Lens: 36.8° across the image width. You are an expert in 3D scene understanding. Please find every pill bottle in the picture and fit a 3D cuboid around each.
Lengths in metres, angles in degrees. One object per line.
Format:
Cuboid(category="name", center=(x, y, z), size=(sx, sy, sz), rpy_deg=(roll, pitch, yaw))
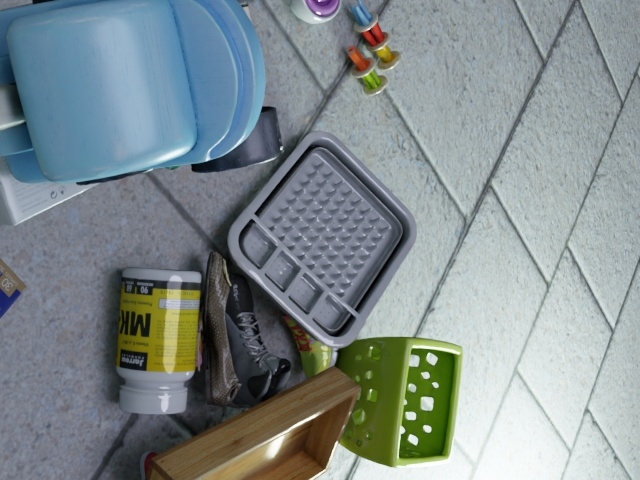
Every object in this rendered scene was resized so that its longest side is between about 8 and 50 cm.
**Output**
Cuboid(category="pill bottle", center=(-0.242, 0.146, 1.427), size=(0.119, 0.119, 0.209), rpy_deg=(6, 87, -49))

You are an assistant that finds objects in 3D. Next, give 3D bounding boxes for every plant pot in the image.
Cuboid(category="plant pot", center=(0.115, 0.286, 1.770), size=(0.228, 0.207, 0.227), rpy_deg=(16, 79, -54))

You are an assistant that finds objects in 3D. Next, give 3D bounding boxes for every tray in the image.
Cuboid(category="tray", center=(-0.114, 0.357, 1.532), size=(0.410, 0.076, 0.203), rpy_deg=(-20, 137, -48))

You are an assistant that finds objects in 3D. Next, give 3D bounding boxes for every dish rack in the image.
Cuboid(category="dish rack", center=(0.000, 0.000, 1.680), size=(0.285, 0.072, 0.333), rpy_deg=(44, 56, -11))

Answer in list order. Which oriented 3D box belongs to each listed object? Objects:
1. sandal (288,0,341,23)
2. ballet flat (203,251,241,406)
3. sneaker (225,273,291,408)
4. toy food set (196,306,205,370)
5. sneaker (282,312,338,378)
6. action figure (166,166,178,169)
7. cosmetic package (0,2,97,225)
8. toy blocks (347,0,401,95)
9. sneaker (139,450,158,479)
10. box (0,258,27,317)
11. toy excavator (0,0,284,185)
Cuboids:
Cuboid(category="sandal", center=(-0.020, -0.590, 1.664), size=(0.169, 0.102, 0.417), rpy_deg=(-35, 117, -43))
Cuboid(category="ballet flat", center=(-0.156, 0.142, 1.533), size=(0.084, 0.058, 0.250), rpy_deg=(-131, -139, -85))
Cuboid(category="sneaker", center=(-0.101, 0.169, 1.581), size=(0.086, 0.132, 0.229), rpy_deg=(-11, 100, -48))
Cuboid(category="toy food set", center=(-0.196, 0.158, 1.516), size=(0.122, 0.019, 0.078), rpy_deg=(-99, -171, -77))
Cuboid(category="sneaker", center=(-0.029, 0.150, 1.714), size=(0.094, 0.081, 0.209), rpy_deg=(-4, 87, -43))
Cuboid(category="action figure", center=(-0.215, -0.222, 1.485), size=(0.137, 0.063, 0.232), rpy_deg=(20, 72, -50))
Cuboid(category="cosmetic package", center=(-0.407, -0.148, 1.143), size=(0.138, 0.224, 0.225), rpy_deg=(-35, 118, -42))
Cuboid(category="toy blocks", center=(0.086, -0.370, 1.833), size=(0.148, 0.054, 0.123), rpy_deg=(52, 54, -37))
Cuboid(category="sneaker", center=(-0.240, 0.385, 1.478), size=(0.042, 0.067, 0.119), rpy_deg=(-24, 110, -47))
Cuboid(category="box", center=(-0.487, 0.096, 1.207), size=(0.225, 0.036, 0.136), rpy_deg=(-56, 130, -30))
Cuboid(category="toy excavator", center=(-0.289, -0.133, 0.915), size=(0.445, 0.432, 0.223), rpy_deg=(-49, 131, -70))
